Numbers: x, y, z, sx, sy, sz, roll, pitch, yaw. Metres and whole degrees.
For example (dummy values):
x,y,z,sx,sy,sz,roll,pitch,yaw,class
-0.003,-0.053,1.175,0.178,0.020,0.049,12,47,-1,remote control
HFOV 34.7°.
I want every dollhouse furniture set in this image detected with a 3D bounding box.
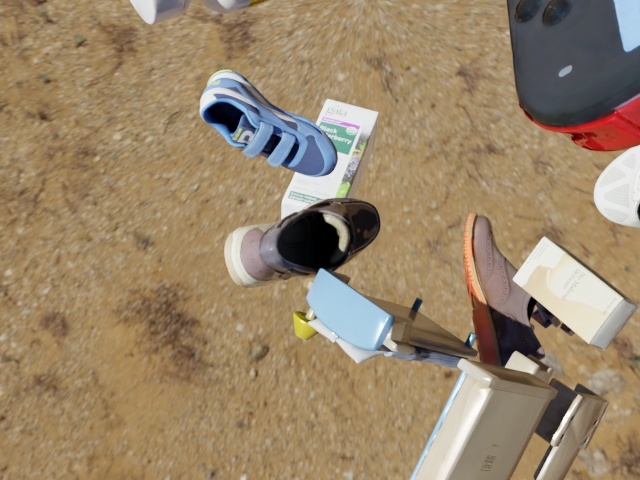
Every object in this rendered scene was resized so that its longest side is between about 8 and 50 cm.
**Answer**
x,y,z,sx,sy,sz,roll,pitch,yaw,class
0.326,0.128,1.605,0.114,0.091,0.081,-38,126,-6,dollhouse furniture set
0.128,0.197,1.271,0.286,0.303,0.198,17,102,-44,dollhouse furniture set

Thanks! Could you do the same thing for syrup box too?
x,y,z,sx,sy,sz,roll,pitch,yaw,class
0.017,-0.112,1.674,0.093,0.237,0.096,16,147,8,syrup box

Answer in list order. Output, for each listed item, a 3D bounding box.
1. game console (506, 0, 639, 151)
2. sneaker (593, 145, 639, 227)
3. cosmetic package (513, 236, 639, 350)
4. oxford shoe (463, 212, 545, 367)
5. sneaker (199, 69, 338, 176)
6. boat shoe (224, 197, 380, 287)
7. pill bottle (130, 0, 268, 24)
x,y,z,sx,sy,sz,roll,pitch,yaw,class
0.267,-0.256,0.607,0.060,0.342,0.386,28,136,-35,game console
0.528,-0.088,1.581,0.257,0.447,0.169,-15,91,-28,sneaker
0.259,0.053,1.047,0.041,0.115,0.060,20,107,-47,cosmetic package
0.264,0.071,1.496,0.098,0.271,0.097,-9,145,7,oxford shoe
-0.052,-0.098,0.953,0.144,0.059,0.053,31,123,-3,sneaker
0.000,0.000,1.330,0.092,0.285,0.102,-6,94,40,boat shoe
-0.060,-0.361,1.115,0.334,0.188,0.188,-26,102,-14,pill bottle
